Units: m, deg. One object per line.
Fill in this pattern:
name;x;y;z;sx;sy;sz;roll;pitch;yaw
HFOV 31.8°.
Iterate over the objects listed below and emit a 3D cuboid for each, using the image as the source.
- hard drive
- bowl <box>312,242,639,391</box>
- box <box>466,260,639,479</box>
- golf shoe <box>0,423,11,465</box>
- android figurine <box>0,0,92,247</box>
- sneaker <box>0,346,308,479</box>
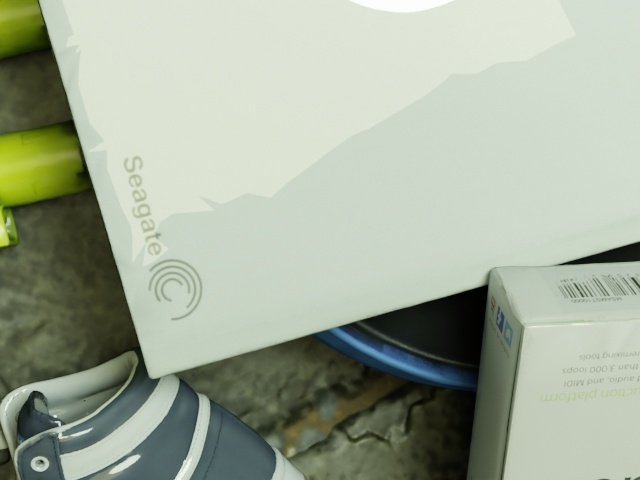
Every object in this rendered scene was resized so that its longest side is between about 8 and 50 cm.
hard drive;0.058;-0.094;0.533;0.352;0.047;0.233;-15;100;-5
bowl;0.108;-0.103;0.602;0.391;0.077;0.391;-1;99;-7
box;0.192;0.157;0.599;0.232;0.058;0.322;-3;121;-7
golf shoe;-0.259;0.134;0.605;0.186;0.067;0.086;-32;96;-7
android figurine;-0.270;-0.059;0.610;0.272;0.056;0.248;-11;92;-9
sneaker;-0.150;0.182;0.589;0.282;0.099;0.153;-46;113;-12
